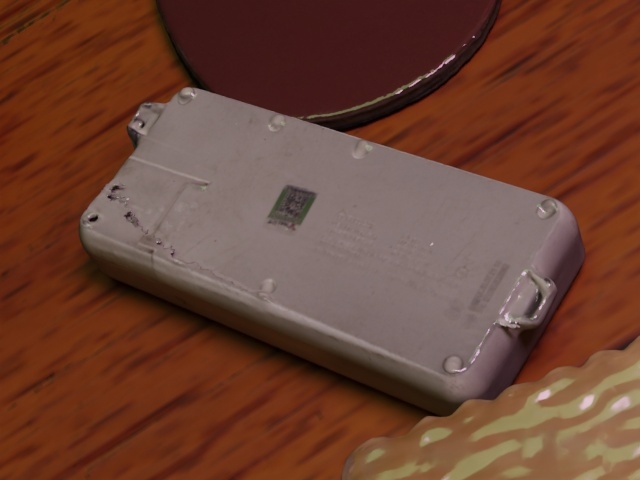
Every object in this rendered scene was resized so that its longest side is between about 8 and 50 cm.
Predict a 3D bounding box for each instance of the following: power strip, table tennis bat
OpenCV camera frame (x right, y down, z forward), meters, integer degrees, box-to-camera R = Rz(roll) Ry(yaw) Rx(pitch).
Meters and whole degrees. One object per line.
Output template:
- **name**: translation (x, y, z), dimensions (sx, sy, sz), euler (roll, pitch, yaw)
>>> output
- **power strip**: translation (0.000, 0.000, 0.645), dimensions (0.192, 0.035, 0.081), euler (20, 65, 31)
- **table tennis bat**: translation (-0.012, -0.139, 0.763), dimensions (0.138, 0.022, 0.246), euler (-26, 53, 1)

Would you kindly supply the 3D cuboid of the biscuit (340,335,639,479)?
- **biscuit**: translation (0.137, 0.087, 0.532), dimensions (0.249, 0.030, 0.160), euler (-22, 51, 4)
